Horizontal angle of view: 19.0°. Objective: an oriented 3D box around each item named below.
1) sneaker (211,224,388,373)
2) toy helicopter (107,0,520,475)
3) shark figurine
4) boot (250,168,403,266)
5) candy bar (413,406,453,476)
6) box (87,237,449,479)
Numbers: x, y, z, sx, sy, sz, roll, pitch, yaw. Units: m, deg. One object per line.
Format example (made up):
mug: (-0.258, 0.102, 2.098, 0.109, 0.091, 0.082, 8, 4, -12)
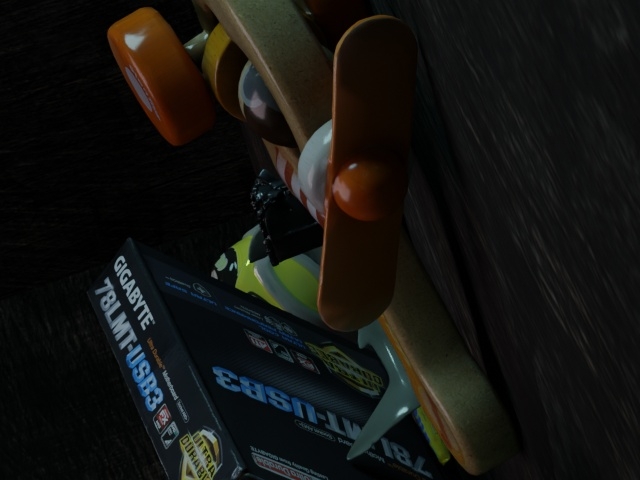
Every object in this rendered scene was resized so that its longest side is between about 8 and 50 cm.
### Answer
sneaker: (-0.005, 0.120, 1.962, 0.145, 0.147, 0.385, -116, 7, -55)
toy helicopter: (0.027, -0.016, 1.095, 0.355, 0.140, 0.235, 61, 170, -13)
shark figurine: (0.006, 0.022, 1.505, 0.166, 0.116, 0.278, -134, 27, -86)
boot: (0.009, -0.006, 1.361, 0.045, 0.099, 0.121, -111, 3, -57)
candy bar: (0.083, 0.129, 1.656, 0.040, 0.018, 0.161, 79, 172, -71)
box: (-0.021, 0.154, 1.519, 0.295, 0.073, 0.293, 28, -161, -36)
